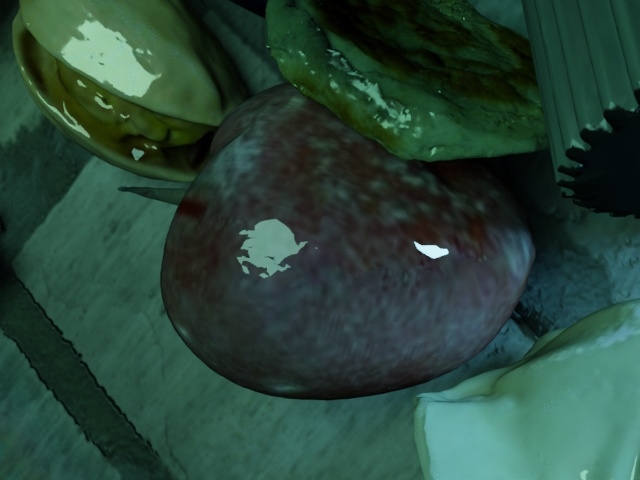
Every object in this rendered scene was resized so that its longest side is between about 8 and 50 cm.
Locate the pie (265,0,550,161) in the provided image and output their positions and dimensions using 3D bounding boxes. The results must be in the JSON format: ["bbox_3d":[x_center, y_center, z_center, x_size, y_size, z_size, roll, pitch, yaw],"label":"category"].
[{"bbox_3d":[0.074,-0.116,0.917,0.240,0.240,0.054,40,122,27],"label":"pie"}]

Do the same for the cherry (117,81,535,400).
[{"bbox_3d":[0.000,0.000,0.942,0.285,0.213,0.236,11,54,3],"label":"cherry"}]

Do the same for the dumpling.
[{"bbox_3d":[0.196,0.151,0.813,0.318,0.243,0.187,44,135,38],"label":"dumpling"}]

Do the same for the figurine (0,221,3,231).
[{"bbox_3d":[-0.372,0.029,1.206,0.176,0.122,0.121,-46,31,23],"label":"figurine"}]

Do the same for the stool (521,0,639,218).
[{"bbox_3d":[0.247,-0.217,0.811,0.297,0.297,0.330,-20,70,25],"label":"stool"}]

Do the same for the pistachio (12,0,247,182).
[{"bbox_3d":[-0.155,-0.144,1.106,0.229,0.157,0.157,46,105,20],"label":"pistachio"}]

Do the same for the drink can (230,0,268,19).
[{"bbox_3d":[-0.031,-0.221,1.004,0.118,0.205,0.118,-5,80,28],"label":"drink can"}]
